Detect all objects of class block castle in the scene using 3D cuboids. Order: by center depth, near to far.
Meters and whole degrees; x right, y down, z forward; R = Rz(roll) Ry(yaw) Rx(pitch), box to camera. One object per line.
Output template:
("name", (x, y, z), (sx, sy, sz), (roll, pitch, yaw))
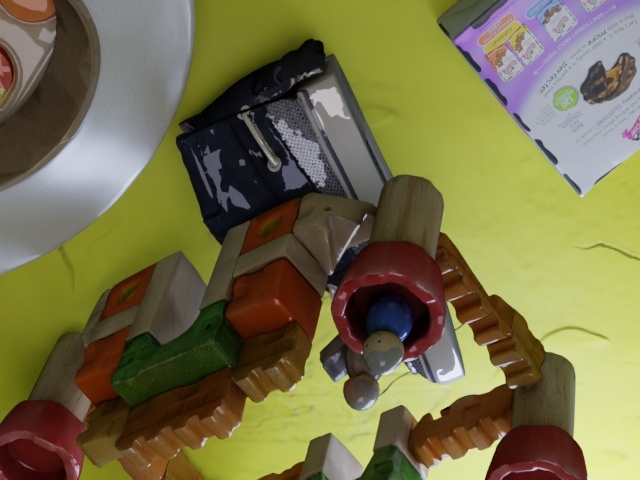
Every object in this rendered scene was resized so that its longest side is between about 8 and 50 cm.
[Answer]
("block castle", (-0.032, 0.168, 1.285), (0.453, 0.213, 0.303), (-25, 118, 28))

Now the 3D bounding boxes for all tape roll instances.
("tape roll", (-0.277, -0.134, 1.179), (0.392, 0.072, 0.392), (-23, 136, -23))

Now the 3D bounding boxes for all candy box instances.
("candy box", (0.228, -0.166, 1.346), (0.165, 0.070, 0.196), (-39, 112, 7))

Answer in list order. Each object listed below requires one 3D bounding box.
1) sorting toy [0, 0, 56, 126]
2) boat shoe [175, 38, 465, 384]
("sorting toy", (-0.293, -0.192, 1.266), (0.208, 0.038, 0.193), (29, 105, -19))
("boat shoe", (0.000, 0.000, 1.361), (0.158, 0.127, 0.340), (-23, 108, 9))
